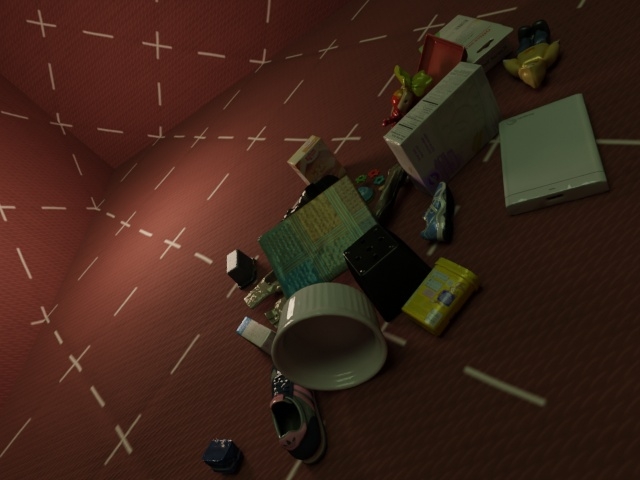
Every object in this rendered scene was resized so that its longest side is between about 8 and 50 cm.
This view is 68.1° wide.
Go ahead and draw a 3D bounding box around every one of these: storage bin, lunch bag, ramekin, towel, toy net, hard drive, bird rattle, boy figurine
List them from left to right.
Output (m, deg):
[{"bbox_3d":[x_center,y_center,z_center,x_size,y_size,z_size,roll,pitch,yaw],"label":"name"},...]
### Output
[{"bbox_3d":[-0.256,0.577,1.263,0.099,0.065,0.067,-15,29,35],"label":"lunch bag"},{"bbox_3d":[-0.294,0.098,1.761,0.098,0.091,0.135,-32,38,15],"label":"storage bin"},{"bbox_3d":[0.000,0.000,1.471,0.370,0.040,0.271,-35,64,14],"label":"towel"},{"bbox_3d":[0.021,0.235,1.181,0.277,0.277,0.135,-29,31,18],"label":"ramekin"},{"bbox_3d":[0.222,-0.201,1.619,0.232,0.045,0.122,-15,43,31],"label":"toy net"},{"bbox_3d":[0.316,-0.515,1.774,0.207,0.143,0.253,-78,1,-70],"label":"bird rattle"},{"bbox_3d":[0.684,-0.597,1.544,0.177,0.092,0.285,-7,46,36],"label":"boy figurine"},{"bbox_3d":[0.614,-0.239,1.283,0.233,0.047,0.352,-16,43,32],"label":"hard drive"}]

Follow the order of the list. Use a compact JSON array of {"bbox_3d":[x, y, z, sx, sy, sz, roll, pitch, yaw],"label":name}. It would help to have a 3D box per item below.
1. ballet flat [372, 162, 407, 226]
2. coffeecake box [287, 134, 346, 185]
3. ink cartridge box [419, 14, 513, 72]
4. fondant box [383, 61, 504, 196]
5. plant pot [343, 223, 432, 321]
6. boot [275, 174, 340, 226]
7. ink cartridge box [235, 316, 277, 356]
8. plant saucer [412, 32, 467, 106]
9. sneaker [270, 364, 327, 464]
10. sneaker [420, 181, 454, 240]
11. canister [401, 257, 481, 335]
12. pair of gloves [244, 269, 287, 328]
[{"bbox_3d":[0.207,-0.138,1.503,0.058,0.084,0.249,23,83,24],"label":"ballet flat"},{"bbox_3d":[-0.012,-0.280,1.794,0.142,0.185,0.068,-48,36,-6],"label":"coffeecake box"},{"bbox_3d":[0.547,-0.697,1.746,0.207,0.119,0.353,-39,35,7],"label":"ink cartridge box"},{"bbox_3d":[0.381,-0.332,1.432,0.330,0.238,0.096,-44,38,-1],"label":"fondant box"},{"bbox_3d":[0.173,0.069,1.287,0.187,0.167,0.188,-40,35,3],"label":"plant pot"},{"bbox_3d":[-0.039,-0.124,1.720,0.263,0.091,0.229,-21,-19,-46],"label":"boot"},{"bbox_3d":[-0.160,0.301,1.416,0.181,0.104,0.061,13,64,49],"label":"ink cartridge box"},{"bbox_3d":[0.426,-0.583,1.696,0.048,0.258,0.259,-2,32,-19],"label":"plant saucer"},{"bbox_3d":[-0.081,0.404,1.215,0.112,0.131,0.319,-40,36,5],"label":"sneaker"},{"bbox_3d":[0.335,-0.087,1.363,0.081,0.080,0.211,-10,46,33],"label":"sneaker"},{"bbox_3d":[0.297,0.139,1.178,0.170,0.073,0.126,-50,37,-7],"label":"canister"},{"bbox_3d":[-0.128,0.176,1.567,0.204,0.042,0.240,-48,41,-15],"label":"pair of gloves"}]
